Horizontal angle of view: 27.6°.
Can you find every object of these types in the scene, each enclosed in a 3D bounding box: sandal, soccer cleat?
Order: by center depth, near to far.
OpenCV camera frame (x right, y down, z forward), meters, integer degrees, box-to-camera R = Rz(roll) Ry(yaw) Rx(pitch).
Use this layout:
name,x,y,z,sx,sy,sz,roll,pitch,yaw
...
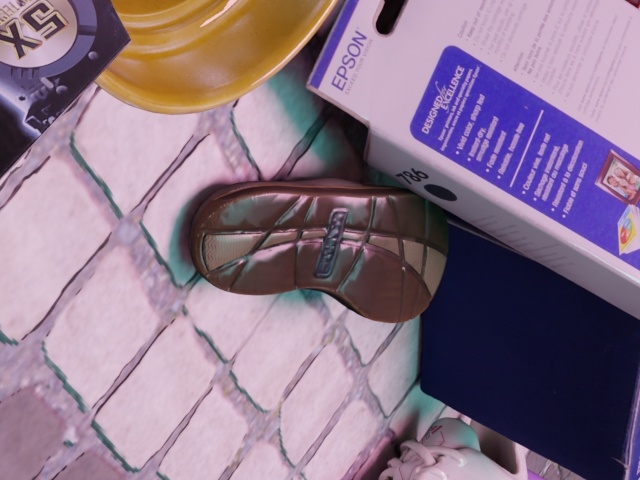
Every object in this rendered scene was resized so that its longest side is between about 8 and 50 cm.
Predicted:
name,x,y,z,sx,sy,sz,roll,pitch,yaw
sandal,0.000,0.000,0.807,0.219,0.060,0.090,4,110,-42
soccer cleat,0.069,0.220,1.045,0.331,0.116,0.143,-8,103,-58

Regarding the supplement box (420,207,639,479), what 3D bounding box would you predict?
name,x,y,z,sx,sy,sz,roll,pitch,yaw
supplement box,0.262,-0.002,1.069,0.356,0.195,0.194,-39,142,-37

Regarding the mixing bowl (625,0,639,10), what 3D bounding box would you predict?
name,x,y,z,sx,sy,sz,roll,pitch,yaw
mixing bowl,0.226,-0.171,0.981,0.181,0.098,0.181,-37,140,-39

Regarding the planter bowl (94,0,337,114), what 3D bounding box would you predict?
name,x,y,z,sx,sy,sz,roll,pitch,yaw
planter bowl,-0.065,-0.168,0.537,0.217,0.090,0.217,-37,140,-39

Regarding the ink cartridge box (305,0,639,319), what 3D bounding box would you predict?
name,x,y,z,sx,sy,sz,roll,pitch,yaw
ink cartridge box,0.150,-0.076,0.816,0.333,0.065,0.165,30,74,-16

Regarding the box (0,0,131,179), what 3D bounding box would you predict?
name,x,y,z,sx,sy,sz,roll,pitch,yaw
box,-0.172,-0.058,0.362,0.147,0.180,0.077,-52,146,-22

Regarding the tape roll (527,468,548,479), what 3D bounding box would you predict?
name,x,y,z,sx,sy,sz,roll,pitch,yaw
tape roll,0.161,0.358,1.291,0.275,0.090,0.275,-36,140,-38
